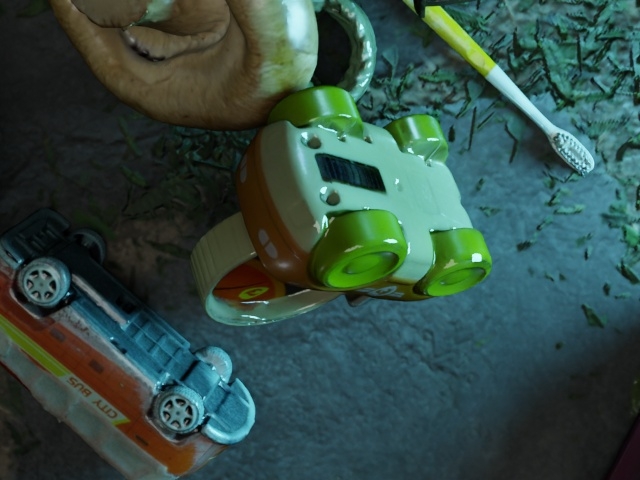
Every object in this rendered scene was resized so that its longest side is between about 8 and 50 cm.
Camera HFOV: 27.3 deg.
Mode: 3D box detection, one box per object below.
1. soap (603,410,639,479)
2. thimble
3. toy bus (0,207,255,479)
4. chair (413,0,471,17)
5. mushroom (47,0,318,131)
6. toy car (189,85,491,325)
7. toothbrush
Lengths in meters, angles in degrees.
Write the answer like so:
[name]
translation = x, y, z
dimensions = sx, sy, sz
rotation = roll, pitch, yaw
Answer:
[soap]
translation = 0.354, 0.245, 1.114
dimensions = 0.233, 0.128, 0.359
rotation = 25, 98, 0
[thimble]
translation = 0.004, -0.161, 1.105
dimensions = 0.084, 0.062, 0.110
rotation = -8, 98, 6
[toy bus]
translation = -0.185, 0.101, 1.138
dimensions = 0.265, 0.121, 0.120
rotation = 43, 108, -4
[chair]
translation = 0.058, -0.279, 1.026
dimensions = 0.319, 0.160, 0.186
rotation = -8, 84, 2
[mushroom]
translation = -0.116, -0.213, 1.037
dimensions = 0.278, 0.146, 0.278
rotation = 20, 128, 29
[toy car]
translation = 0.000, 0.000, 1.077
dimensions = 0.235, 0.235, 0.145
rotation = -21, 66, 7
[toothbrush]
translation = 0.128, -0.159, 1.116
dimensions = 0.288, 0.024, 0.021
rotation = 44, 101, -3
